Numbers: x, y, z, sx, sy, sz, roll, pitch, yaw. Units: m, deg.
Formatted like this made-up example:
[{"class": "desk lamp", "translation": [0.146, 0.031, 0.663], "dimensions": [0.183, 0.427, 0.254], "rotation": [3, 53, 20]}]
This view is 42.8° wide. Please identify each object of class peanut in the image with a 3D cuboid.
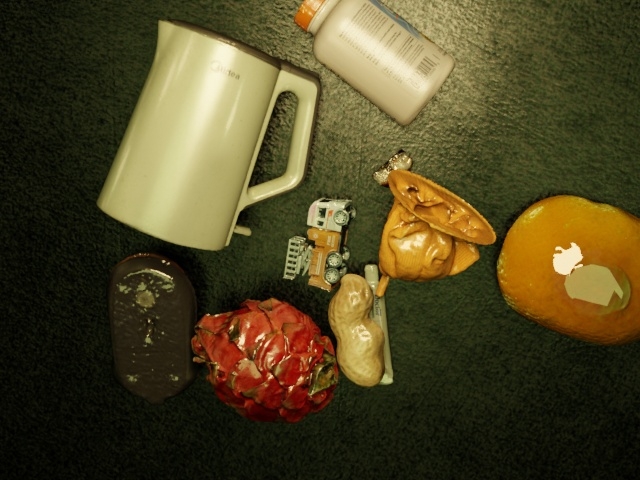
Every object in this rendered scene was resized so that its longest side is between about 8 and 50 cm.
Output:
[{"class": "peanut", "translation": [0.072, 0.177, 1.604], "dimensions": [0.104, 0.086, 0.227], "rotation": [-11, 97, 26]}]

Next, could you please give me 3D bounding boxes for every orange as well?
[{"class": "orange", "translation": [0.507, 0.057, 1.538], "dimensions": [0.335, 0.196, 0.262], "rotation": [24, 87, 8]}]

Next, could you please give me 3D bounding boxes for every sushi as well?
[{"class": "sushi", "translation": [0.144, -0.135, 1.593], "dimensions": [0.083, 0.044, 0.046], "rotation": [-41, 92, 12]}]

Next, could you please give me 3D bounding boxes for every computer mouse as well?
[{"class": "computer mouse", "translation": [-0.338, 0.173, 1.655], "dimensions": [0.183, 0.116, 0.323], "rotation": [2, 107, 2]}]

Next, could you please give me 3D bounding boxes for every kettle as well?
[{"class": "kettle", "translation": [-0.188, -0.183, 1.539], "dimensions": [0.361, 0.250, 0.376], "rotation": [18, 99, -19]}]

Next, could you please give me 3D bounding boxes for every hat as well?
[{"class": "hat", "translation": [0.167, 0.024, 1.550], "dimensions": [0.233, 0.244, 0.233], "rotation": [36, 115, 7]}]

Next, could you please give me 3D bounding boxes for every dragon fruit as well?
[{"class": "dragon fruit", "translation": [-0.103, 0.224, 1.580], "dimensions": [0.299, 0.244, 0.244], "rotation": [28, 101, 4]}]

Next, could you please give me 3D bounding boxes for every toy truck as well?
[{"class": "toy truck", "translation": [0.000, 0.000, 1.615], "dimensions": [0.115, 0.080, 0.177], "rotation": [13, 102, 13]}]

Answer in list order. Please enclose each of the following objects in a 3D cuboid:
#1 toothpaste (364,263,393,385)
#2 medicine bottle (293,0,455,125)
[{"class": "toothpaste", "translation": [0.108, 0.172, 1.651], "dimensions": [0.067, 0.037, 0.255], "rotation": [-2, 102, 11]}, {"class": "medicine bottle", "translation": [0.093, -0.354, 1.505], "dimensions": [0.289, 0.157, 0.157], "rotation": [38, 101, -1]}]
